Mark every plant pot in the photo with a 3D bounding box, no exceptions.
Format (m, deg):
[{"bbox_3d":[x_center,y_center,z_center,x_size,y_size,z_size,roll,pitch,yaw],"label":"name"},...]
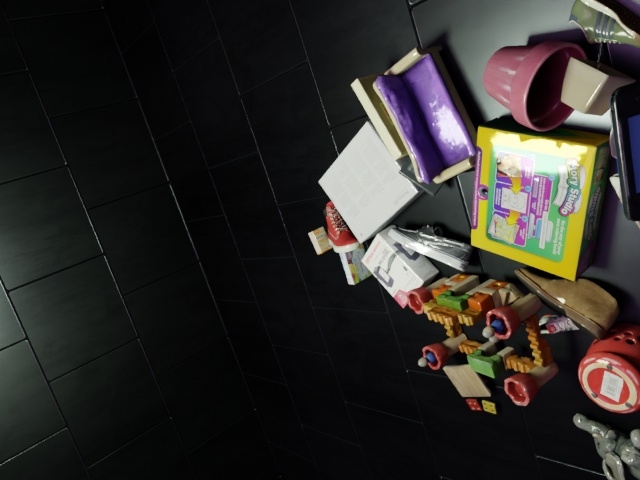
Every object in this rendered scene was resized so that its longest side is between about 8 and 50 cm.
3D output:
[{"bbox_3d":[0.775,0.332,1.424,0.191,0.174,0.191,31,133,40],"label":"plant pot"},{"bbox_3d":[0.608,-0.340,1.237,0.109,0.109,0.096,54,135,43],"label":"plant pot"},{"bbox_3d":[0.501,-0.385,1.326,0.180,0.201,0.202,44,142,50],"label":"plant pot"}]

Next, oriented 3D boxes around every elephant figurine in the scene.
[{"bbox_3d":[0.846,0.588,1.535,0.169,0.186,0.239,19,156,-12],"label":"elephant figurine"}]

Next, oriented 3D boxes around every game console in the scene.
[{"bbox_3d":[0.763,-0.197,1.120,0.173,0.250,0.293,-146,39,-72],"label":"game console"}]

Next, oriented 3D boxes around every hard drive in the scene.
[{"bbox_3d":[0.323,-0.210,1.703,0.135,0.094,0.022,37,180,10],"label":"hard drive"}]

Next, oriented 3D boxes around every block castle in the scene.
[{"bbox_3d":[0.462,0.291,1.687,0.453,0.212,0.303,9,120,62],"label":"block castle"}]

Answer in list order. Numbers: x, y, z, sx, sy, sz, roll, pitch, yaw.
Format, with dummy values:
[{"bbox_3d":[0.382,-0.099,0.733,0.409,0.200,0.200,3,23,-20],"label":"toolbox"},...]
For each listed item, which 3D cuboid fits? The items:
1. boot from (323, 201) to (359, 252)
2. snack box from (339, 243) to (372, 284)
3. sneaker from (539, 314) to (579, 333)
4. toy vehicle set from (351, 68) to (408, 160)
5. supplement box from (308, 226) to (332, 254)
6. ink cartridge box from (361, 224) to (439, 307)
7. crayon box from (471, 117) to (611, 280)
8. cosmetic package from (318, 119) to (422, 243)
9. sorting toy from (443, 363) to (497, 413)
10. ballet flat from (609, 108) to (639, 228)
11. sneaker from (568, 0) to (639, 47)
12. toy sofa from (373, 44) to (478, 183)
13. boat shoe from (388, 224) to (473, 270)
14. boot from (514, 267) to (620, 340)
[{"bbox_3d":[0.070,-0.056,2.091,0.244,0.088,0.176,-145,42,-69],"label":"boot"},{"bbox_3d":[0.136,0.086,2.130,0.037,0.100,0.141,0,111,52],"label":"snack box"},{"bbox_3d":[0.683,0.240,1.561,0.161,0.075,0.057,-20,95,54],"label":"sneaker"},{"bbox_3d":[0.223,-0.387,1.677,0.267,0.165,0.035,61,144,5],"label":"toy vehicle set"},{"bbox_3d":[0.000,0.000,2.280,0.036,0.062,0.099,-21,95,55],"label":"supplement box"},{"bbox_3d":[0.277,0.090,1.956,0.237,0.100,0.172,49,141,20],"label":"ink cartridge box"},{"bbox_3d":[0.568,-0.117,1.462,0.313,0.106,0.363,23,128,41],"label":"crayon box"},{"bbox_3d":[0.177,-0.199,1.908,0.285,0.097,0.377,58,144,10],"label":"cosmetic package"},{"bbox_3d":[0.524,0.486,1.925,0.275,0.046,0.132,55,145,-7],"label":"sorting toy"},{"bbox_3d":[0.719,-0.174,1.262,0.106,0.107,0.316,-159,57,-66],"label":"ballet flat"},{"bbox_3d":[0.631,-0.466,1.213,0.192,0.064,0.086,49,149,20],"label":"sneaker"},{"bbox_3d":[0.317,-0.354,1.571,0.150,0.177,0.363,-25,90,55],"label":"toy sofa"},{"bbox_3d":[0.359,-0.001,1.804,0.301,0.108,0.102,26,95,41],"label":"boat shoe"},{"bbox_3d":[0.673,0.144,1.519,0.112,0.115,0.305,36,-177,-42],"label":"boot"}]
